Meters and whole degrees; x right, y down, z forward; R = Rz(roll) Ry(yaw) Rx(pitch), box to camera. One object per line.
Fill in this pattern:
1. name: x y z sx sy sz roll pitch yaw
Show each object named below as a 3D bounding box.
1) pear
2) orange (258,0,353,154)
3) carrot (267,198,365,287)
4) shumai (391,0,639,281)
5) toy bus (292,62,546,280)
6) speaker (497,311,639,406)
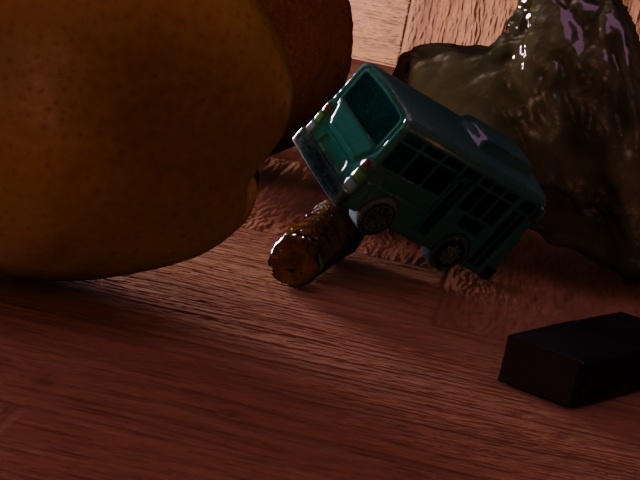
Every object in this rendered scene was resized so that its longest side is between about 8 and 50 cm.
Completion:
1. pear: -0.232 -0.141 1.593 0.418 0.362 0.362 18 12 3
2. orange: -0.139 -0.256 2.352 0.357 0.322 0.322 5 12 -3
3. carrot: 0.001 0.000 1.863 0.069 0.069 0.229 14 13 11
4. shumai: 0.234 -0.120 2.151 0.323 0.397 0.324 -13 -27 5
5. toy bus: 0.112 -0.069 1.913 0.256 0.147 0.128 25 24 -42
6. speaker: 0.249 0.105 1.641 0.082 0.044 0.218 19 14 32
